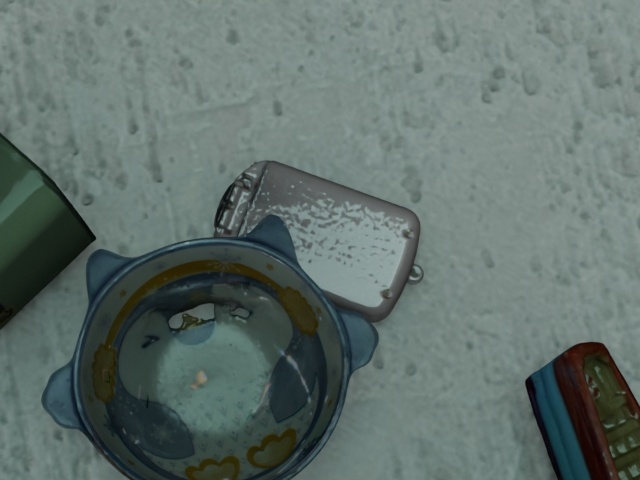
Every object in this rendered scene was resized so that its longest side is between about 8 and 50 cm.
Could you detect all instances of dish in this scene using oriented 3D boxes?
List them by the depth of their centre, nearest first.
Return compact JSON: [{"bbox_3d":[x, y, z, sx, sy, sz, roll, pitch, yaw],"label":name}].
[{"bbox_3d":[-0.080,0.094,1.200,0.236,0.086,0.228,11,73,2],"label":"dish"}]

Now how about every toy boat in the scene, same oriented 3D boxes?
[{"bbox_3d":[0.262,0.261,1.155,0.079,0.136,0.392,-29,77,26],"label":"toy boat"}]

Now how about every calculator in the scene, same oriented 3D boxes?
[{"bbox_3d":[0.000,0.000,1.255,0.175,0.032,0.100,20,75,4],"label":"calculator"}]

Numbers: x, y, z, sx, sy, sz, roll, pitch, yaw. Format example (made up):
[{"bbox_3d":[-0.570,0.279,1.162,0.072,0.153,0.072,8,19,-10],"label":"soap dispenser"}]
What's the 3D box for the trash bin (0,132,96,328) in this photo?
[{"bbox_3d":[-0.369,0.037,1.175,0.223,0.158,0.343,40,82,10],"label":"trash bin"}]
